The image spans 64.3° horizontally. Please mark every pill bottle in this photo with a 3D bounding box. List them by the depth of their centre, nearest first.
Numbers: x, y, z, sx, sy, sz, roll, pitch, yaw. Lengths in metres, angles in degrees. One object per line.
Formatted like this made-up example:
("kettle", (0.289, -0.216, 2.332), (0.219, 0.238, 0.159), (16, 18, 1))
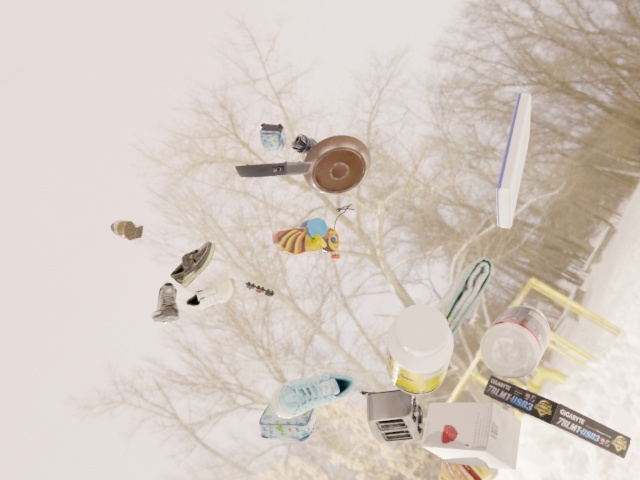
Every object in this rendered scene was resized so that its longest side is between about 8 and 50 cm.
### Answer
("pill bottle", (0.289, 0.322, 1.502), (0.188, 0.188, 0.333), (-47, -27, -21))
("pill bottle", (0.653, 0.316, 1.677), (0.319, 0.176, 0.176), (-16, -46, -57))

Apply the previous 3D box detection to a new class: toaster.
("toaster", (0.239, 0.576, 1.682), (0.110, 0.186, 0.168), (-83, -24, -48))

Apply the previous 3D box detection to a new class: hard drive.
("hard drive", (0.550, -0.223, 1.445), (0.318, 0.040, 0.210), (-70, -26, -22))
("hard drive", (-0.177, -0.268, 1.922), (0.172, 0.255, 0.054), (-14, -77, -54))

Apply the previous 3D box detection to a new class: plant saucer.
("plant saucer", (0.078, -0.316, 2.243), (0.311, 0.050, 0.310), (-8, -48, -9))

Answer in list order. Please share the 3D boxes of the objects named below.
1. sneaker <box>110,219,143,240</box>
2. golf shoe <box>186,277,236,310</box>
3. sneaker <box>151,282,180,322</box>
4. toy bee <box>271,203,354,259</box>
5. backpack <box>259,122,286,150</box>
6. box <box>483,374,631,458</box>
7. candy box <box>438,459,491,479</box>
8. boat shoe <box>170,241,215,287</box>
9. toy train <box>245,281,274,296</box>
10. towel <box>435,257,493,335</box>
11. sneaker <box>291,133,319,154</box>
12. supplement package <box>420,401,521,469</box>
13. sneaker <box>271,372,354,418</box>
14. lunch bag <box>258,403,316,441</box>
("sneaker", (-0.666, -0.037, 1.709), (0.192, 0.086, 0.064), (132, 147, -87))
("golf shoe", (-0.342, 0.172, 1.589), (0.176, 0.069, 0.086), (-33, -24, 24))
("sneaker", (-0.507, 0.198, 1.672), (0.229, 0.086, 0.132), (152, 124, -63))
("toy bee", (0.000, 0.000, 1.691), (0.299, 0.162, 0.195), (-20, 4, -3))
("backpack", (-0.203, -0.431, 2.168), (0.114, 0.105, 0.084), (74, -152, -51))
("box", (0.692, 0.520, 1.517), (0.073, 0.294, 0.295), (-66, 17, -8))
("candy box", (0.578, 0.993, 2.074), (0.088, 0.183, 0.316), (-16, -56, -25))
("boat shoe", (-0.421, 0.075, 1.662), (0.223, 0.074, 0.080), (-44, 31, 35))
("toy train", (-0.299, 0.241, 2.492), (0.158, 0.027, 0.036), (24, -80, -23))
("towel", (0.524, 0.240, 1.989), (0.374, 0.090, 0.320), (-55, -7, -3))
("sneaker", (-0.042, -0.398, 2.339), (0.086, 0.226, 0.164), (-46, -31, 23))
("supplement package", (0.544, 0.706, 1.855), (0.293, 0.175, 0.177), (-23, 38, 49))
("sneaker", (-0.017, 0.549, 1.877), (0.366, 0.135, 0.150), (-2, -30, -49))
("lunch bag", (-0.130, 0.742, 2.101), (0.176, 0.219, 0.090), (-54, -41, -70))
